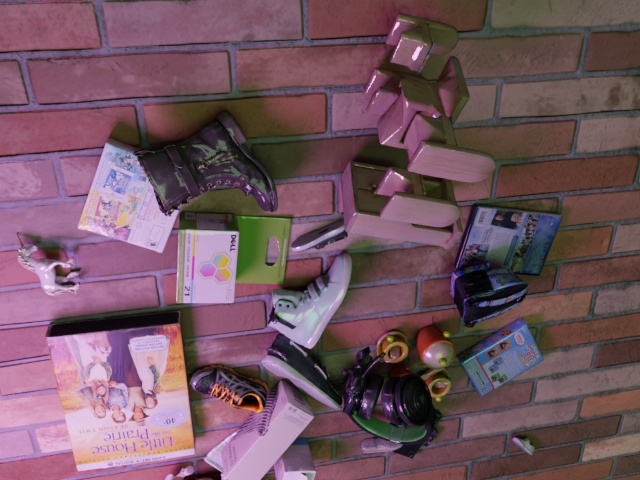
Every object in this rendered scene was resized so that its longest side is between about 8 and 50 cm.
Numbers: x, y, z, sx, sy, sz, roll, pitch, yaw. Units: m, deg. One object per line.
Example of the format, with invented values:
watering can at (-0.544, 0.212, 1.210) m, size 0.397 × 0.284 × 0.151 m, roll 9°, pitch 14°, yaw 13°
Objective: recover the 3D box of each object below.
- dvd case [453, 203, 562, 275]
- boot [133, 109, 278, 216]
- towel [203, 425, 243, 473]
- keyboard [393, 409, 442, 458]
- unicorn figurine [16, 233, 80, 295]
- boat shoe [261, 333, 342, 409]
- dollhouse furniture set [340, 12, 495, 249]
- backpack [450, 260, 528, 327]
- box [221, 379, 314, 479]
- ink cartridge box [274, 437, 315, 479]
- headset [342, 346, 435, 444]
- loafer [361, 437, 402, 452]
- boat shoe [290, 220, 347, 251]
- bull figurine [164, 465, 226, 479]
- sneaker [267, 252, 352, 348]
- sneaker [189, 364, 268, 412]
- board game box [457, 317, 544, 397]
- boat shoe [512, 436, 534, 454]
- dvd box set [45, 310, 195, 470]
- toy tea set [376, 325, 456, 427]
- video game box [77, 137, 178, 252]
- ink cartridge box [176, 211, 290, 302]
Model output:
dvd case at (0.483, 0.003, 1.559) m, size 0.252 × 0.022 × 0.181 m, roll 5°, pitch 116°, yaw -15°
boot at (-0.235, -0.121, 1.264) m, size 0.229 × 0.091 × 0.263 m, roll -36°, pitch 109°, yaw -14°
towel at (-0.236, 0.592, 1.688) m, size 0.152 × 0.023 × 0.113 m, roll -40°, pitch 118°, yaw 8°
keyboard at (0.296, 0.575, 1.802) m, size 0.108 × 0.023 × 0.180 m, roll 24°, pitch 110°, yaw -15°
unicorn figurine at (-0.594, 0.063, 1.321) m, size 0.111 × 0.060 × 0.162 m, roll -7°, pitch 117°, yaw -10°
boat shoe at (-0.026, 0.346, 1.568) m, size 0.302 × 0.114 × 0.091 m, roll 48°, pitch 59°, yaw -40°
dollhouse furniture set at (0.226, -0.175, 1.236) m, size 0.256 × 0.362 × 0.394 m, roll 8°, pitch 142°, yaw -15°
backpack at (0.430, 0.126, 1.534) m, size 0.173 × 0.117 × 0.158 m, roll -18°, pitch 146°, yaw 1°
box at (-0.144, 0.517, 1.610) m, size 0.094 × 0.113 × 0.275 m, roll 36°, pitch 97°, yaw -25°
ink cartridge box at (-0.073, 0.635, 1.677) m, size 0.089 × 0.143 × 0.092 m, roll 4°, pitch 115°, yaw -15°
headset at (0.155, 0.425, 1.559) m, size 0.243 × 0.185 × 0.394 m, roll 2°, pitch 132°, yaw 27°
loafer at (0.182, 0.604, 1.783) m, size 0.125 × 0.045 × 0.039 m, roll -5°, pitch 134°, yaw -3°
boat shoe at (0.000, 0.000, 1.433) m, size 0.142 × 0.049 × 0.040 m, roll -23°, pitch 119°, yaw -3°
bull figurine at (-0.296, 0.699, 1.664) m, size 0.310 × 0.101 × 0.188 m, roll 3°, pitch 138°, yaw -9°
sneaker at (-0.031, 0.125, 1.458) m, size 0.151 × 0.094 × 0.256 m, roll 26°, pitch 97°, yaw -14°
sneaker at (-0.231, 0.386, 1.553) m, size 0.214 × 0.083 × 0.084 m, roll 17°, pitch 113°, yaw -18°
board game box at (0.515, 0.336, 1.722) m, size 0.211 × 0.039 × 0.160 m, roll -32°, pitch 119°, yaw 5°
boat shoe at (0.645, 0.642, 1.911) m, size 0.100 × 0.035 × 0.035 m, roll 41°, pitch 74°, yaw -23°
dvd box set at (-0.483, 0.382, 1.505) m, size 0.307 × 0.062 × 0.421 m, roll -4°, pitch 117°, yaw -10°
toy tea set at (0.279, 0.385, 1.644) m, size 0.199 × 0.124 × 0.336 m, roll -17°, pitch 118°, yaw -4°
video game box at (-0.397, -0.092, 1.297) m, size 0.187 × 0.048 × 0.205 m, roll 18°, pitch 110°, yaw -23°
ink cartridge box at (-0.197, 0.041, 1.381) m, size 0.255 × 0.097 × 0.189 m, roll 2°, pitch 115°, yaw -13°
